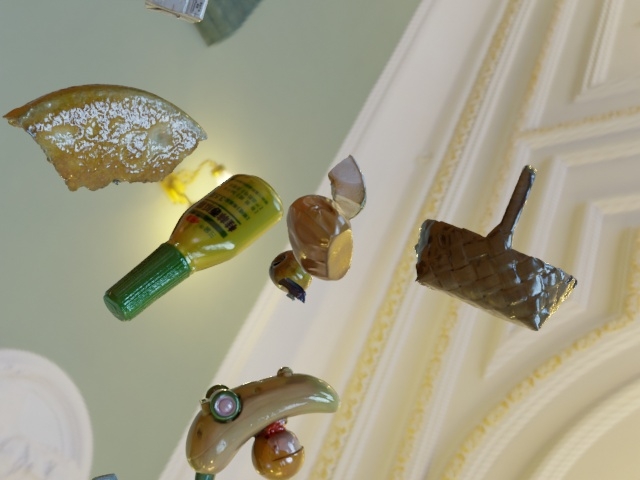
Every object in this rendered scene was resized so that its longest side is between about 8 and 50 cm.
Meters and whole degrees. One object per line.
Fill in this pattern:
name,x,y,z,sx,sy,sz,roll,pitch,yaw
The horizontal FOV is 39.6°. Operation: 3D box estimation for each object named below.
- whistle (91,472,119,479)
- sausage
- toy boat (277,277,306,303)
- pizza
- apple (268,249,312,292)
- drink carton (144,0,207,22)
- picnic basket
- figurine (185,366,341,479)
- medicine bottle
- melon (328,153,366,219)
whistle,-0.403,0.596,1.735,0.186,0.273,0.093,-7,170,-24
sausage,0.001,0.000,1.872,0.120,0.241,0.136,-41,-121,-21
toy boat,-0.060,0.110,1.909,0.038,0.038,0.083,-42,-127,-16
pizza,-0.361,-0.178,1.536,0.366,0.182,0.074,-6,-160,-35
apple,-0.075,0.083,2.215,0.114,0.102,0.099,-9,-142,52
drink carton,-0.242,-0.456,1.540,0.222,0.102,0.134,-136,-119,-73
picnic basket,0.376,-0.004,1.825,0.337,0.337,0.293,-28,171,8
figurine,-0.110,0.377,1.767,0.325,0.222,0.124,-16,178,-13
medicine bottle,-0.159,0.009,1.116,0.095,0.064,0.260,36,-122,21
melon,0.081,-0.121,2.427,0.093,0.202,0.139,-17,-143,-19
